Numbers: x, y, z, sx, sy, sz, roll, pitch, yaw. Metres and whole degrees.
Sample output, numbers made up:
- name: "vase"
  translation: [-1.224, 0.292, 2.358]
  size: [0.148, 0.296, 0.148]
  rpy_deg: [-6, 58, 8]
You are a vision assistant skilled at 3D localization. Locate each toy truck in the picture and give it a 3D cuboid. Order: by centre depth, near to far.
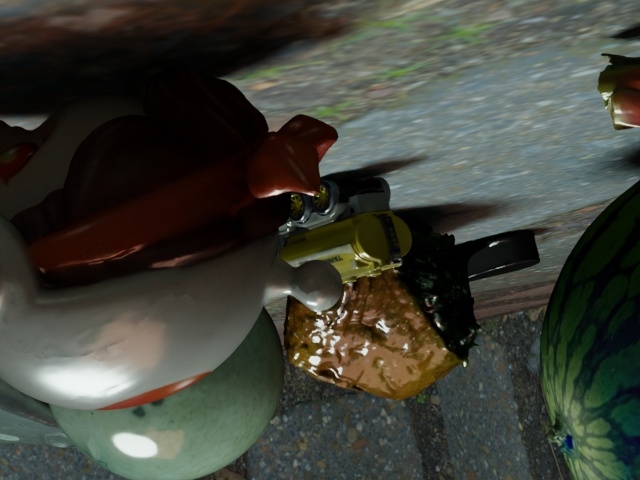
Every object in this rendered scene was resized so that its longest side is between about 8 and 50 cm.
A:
- name: "toy truck"
  translation: [0.000, 0.000, 0.822]
  size: [0.052, 0.063, 0.123]
  rpy_deg: [-6, 171, -40]

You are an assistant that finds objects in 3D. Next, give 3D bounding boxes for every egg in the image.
- name: "egg"
  translation: [-0.115, 0.099, 1.011]
  size: [0.169, 0.169, 0.236]
  rpy_deg: [-12, 170, 15]

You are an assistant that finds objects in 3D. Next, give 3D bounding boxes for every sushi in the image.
- name: "sushi"
  translation: [0.070, 0.050, 1.080]
  size: [0.149, 0.140, 0.287]
  rpy_deg: [27, -169, 25]

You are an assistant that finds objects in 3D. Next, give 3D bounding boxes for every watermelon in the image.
- name: "watermelon"
  translation: [0.327, 0.085, 0.922]
  size: [0.363, 0.363, 0.363]
  rpy_deg: [-10, 173, -1]

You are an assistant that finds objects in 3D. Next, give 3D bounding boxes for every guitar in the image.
- name: "guitar"
  translation: [0.090, 0.037, 1.364]
  size: [0.271, 0.038, 0.084]
  rpy_deg: [-13, 171, 16]

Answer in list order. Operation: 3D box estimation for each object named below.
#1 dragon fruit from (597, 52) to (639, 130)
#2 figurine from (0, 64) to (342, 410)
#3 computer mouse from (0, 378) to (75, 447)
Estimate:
- name: "dragon fruit"
  translation: [0.169, -0.059, 0.542]
  size: [0.116, 0.086, 0.081]
  rpy_deg: [-7, -144, 47]
- name: "figurine"
  translation: [-0.098, 0.007, 0.481]
  size: [0.226, 0.160, 0.183]
  rpy_deg: [-22, 171, 16]
- name: "computer mouse"
  translation: [-0.287, 0.083, 0.995]
  size: [0.167, 0.090, 0.379]
  rpy_deg: [-1, 160, 15]
